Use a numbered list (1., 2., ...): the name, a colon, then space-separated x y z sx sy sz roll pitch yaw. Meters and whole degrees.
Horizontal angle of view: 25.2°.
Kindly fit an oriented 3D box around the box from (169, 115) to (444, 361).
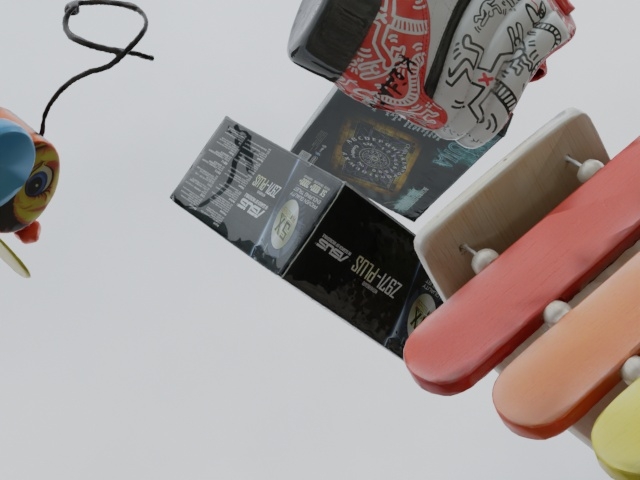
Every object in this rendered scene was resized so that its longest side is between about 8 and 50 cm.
1. box: 0.000 0.000 1.019 0.147 0.180 0.077 36 -92 -36

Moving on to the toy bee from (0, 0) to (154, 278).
1. toy bee: -0.248 -0.040 1.047 0.298 0.195 0.162 -15 -41 -21

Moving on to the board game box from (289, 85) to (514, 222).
1. board game box: 0.059 -0.084 1.146 0.126 0.186 0.026 28 -117 -8

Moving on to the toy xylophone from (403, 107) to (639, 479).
1. toy xylophone: 0.201 0.037 0.633 0.236 0.323 0.081 -45 -44 -19

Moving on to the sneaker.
1. sneaker: 0.088 -0.182 0.855 0.145 0.090 0.270 28 -118 -14
